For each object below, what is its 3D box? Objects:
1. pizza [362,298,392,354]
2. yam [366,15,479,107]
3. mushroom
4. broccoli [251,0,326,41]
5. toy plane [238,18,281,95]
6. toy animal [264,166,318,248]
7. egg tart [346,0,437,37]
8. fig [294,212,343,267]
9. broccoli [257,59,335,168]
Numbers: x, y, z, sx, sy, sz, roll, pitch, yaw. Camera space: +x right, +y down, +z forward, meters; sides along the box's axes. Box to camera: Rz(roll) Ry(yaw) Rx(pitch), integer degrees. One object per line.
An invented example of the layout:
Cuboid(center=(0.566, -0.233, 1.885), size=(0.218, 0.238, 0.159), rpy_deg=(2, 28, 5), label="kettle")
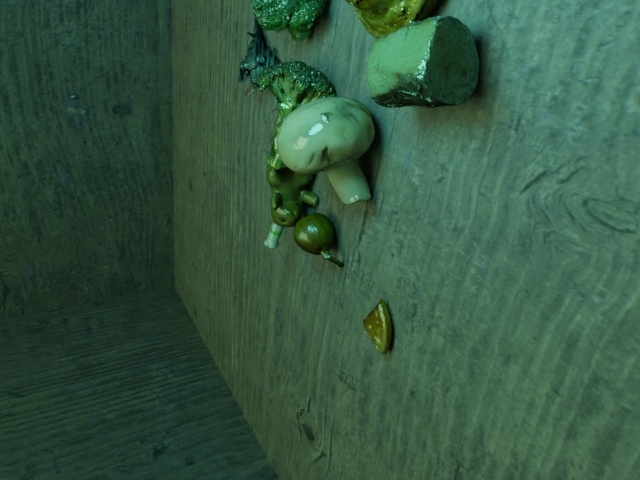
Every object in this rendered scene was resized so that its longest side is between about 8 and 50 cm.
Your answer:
Cuboid(center=(0.184, 0.274, 1.920), size=(0.131, 0.041, 0.178), rpy_deg=(-10, 90, 60), label="pizza")
Cuboid(center=(0.234, -0.406, 1.444), size=(0.271, 0.201, 0.202), rpy_deg=(14, 84, 53), label="yam")
Cuboid(center=(0.034, -0.261, 1.829), size=(0.314, 0.314, 0.336), rpy_deg=(6, 124, 62), label="mushroom")
Cuboid(center=(-0.097, -0.762, 1.953), size=(0.270, 0.270, 0.270), rpy_deg=(62, 180, 31), label="broccoli")
Cuboid(center=(-0.250, -0.738, 2.366), size=(0.223, 0.104, 0.326), rpy_deg=(-9, 86, 36), label="toy plane")
Cuboid(center=(-0.113, -0.135, 2.227), size=(0.180, 0.181, 0.362), rpy_deg=(-147, 54, -66), label="toy animal")
Cuboid(center=(0.148, -0.731, 1.523), size=(0.443, 0.178, 0.443), rpy_deg=(34, 129, 57), label="egg tart")
Cuboid(center=(-0.015, 0.000, 2.105), size=(0.148, 0.142, 0.186), rpy_deg=(72, -177, -52), label="fig")
Cuboid(center=(-0.122, -0.432, 2.044), size=(0.252, 0.221, 0.361), rpy_deg=(38, 114, 8), label="broccoli")
